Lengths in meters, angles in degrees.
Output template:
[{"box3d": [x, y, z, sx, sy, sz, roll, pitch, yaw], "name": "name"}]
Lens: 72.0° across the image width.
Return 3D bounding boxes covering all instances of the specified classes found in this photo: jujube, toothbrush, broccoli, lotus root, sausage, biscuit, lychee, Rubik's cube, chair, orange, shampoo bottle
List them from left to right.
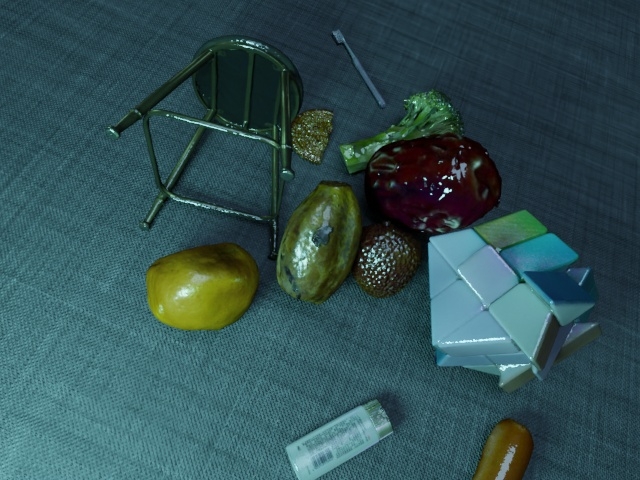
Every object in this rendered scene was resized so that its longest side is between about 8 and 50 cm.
[{"box3d": [-0.251, 0.108, 0.967, 0.248, 0.249, 0.184, -16, 84, -17], "name": "orange"}, {"box3d": [-0.219, -0.245, 1.076, 0.361, 0.365, 0.410, 13, 58, -3], "name": "chair"}, {"box3d": [-0.030, -0.324, 1.317, 0.125, 0.025, 0.206, 14, 63, -3], "name": "biscuit"}, {"box3d": [-0.009, -0.003, 1.025, 0.193, 0.193, 0.291, 24, 102, 2], "name": "lotus root"}, {"box3d": [0.043, 0.430, 0.953, 0.227, 0.056, 0.086, -22, 69, -19], "name": "shampoo bottle"}, {"box3d": [0.124, -0.576, 1.467, 0.029, 0.024, 0.354, -22, 70, -13], "name": "toothbrush"}, {"box3d": [0.153, 0.041, 1.090, 0.194, 0.194, 0.195, 4, 64, -8], "name": "lychee"}, {"box3d": [0.229, -0.310, 1.281, 0.361, 0.221, 0.252, 1, 100, -10], "name": "broccoli"}, {"box3d": [0.258, -0.139, 1.077, 0.258, 0.376, 0.259, 2, 86, -28], "name": "jujube"}, {"box3d": [0.376, 0.527, 0.951, 0.089, 0.083, 0.300, 37, 65, -5], "name": "sausage"}, {"box3d": [0.426, 0.131, 1.019, 0.367, 0.358, 0.388, -12, 58, 31], "name": "Rubik's cube"}]
